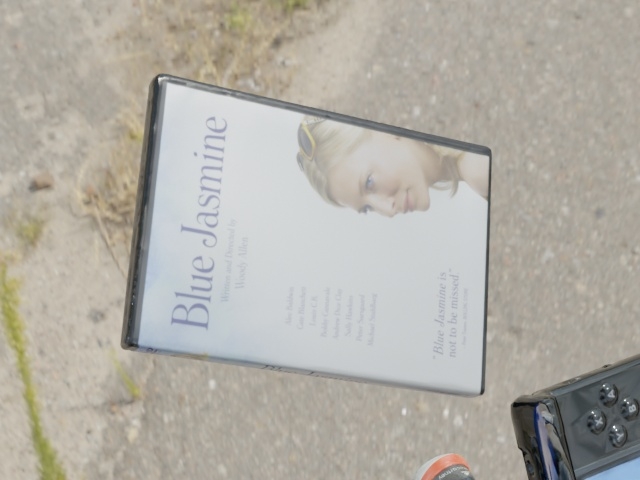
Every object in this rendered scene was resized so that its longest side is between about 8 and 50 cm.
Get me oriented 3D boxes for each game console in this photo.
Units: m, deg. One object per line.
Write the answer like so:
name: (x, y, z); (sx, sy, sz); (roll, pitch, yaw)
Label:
game console: (0.235, 0.233, 0.813); (0.250, 0.173, 0.293); (-16, 95, -25)

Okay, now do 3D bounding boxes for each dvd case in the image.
dvd case: (0.000, 0.000, 0.844); (0.253, 0.022, 0.180); (10, 74, -22)

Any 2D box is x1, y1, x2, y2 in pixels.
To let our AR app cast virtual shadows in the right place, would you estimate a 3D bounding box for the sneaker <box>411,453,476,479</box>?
sneaker: (0.080, 0.242, 0.972); (0.061, 0.157, 0.065); (7, 22, -34)
